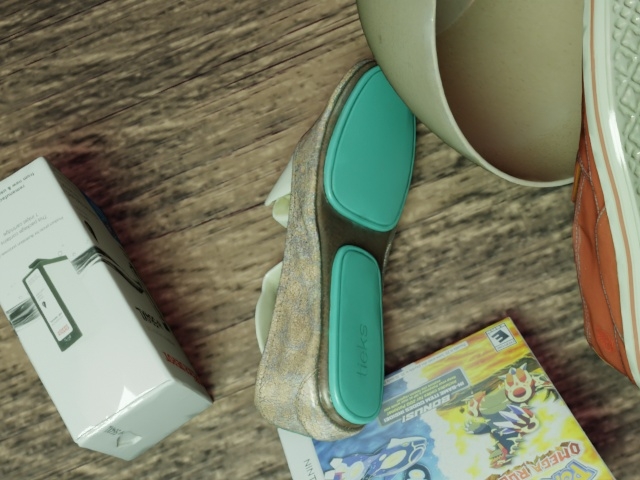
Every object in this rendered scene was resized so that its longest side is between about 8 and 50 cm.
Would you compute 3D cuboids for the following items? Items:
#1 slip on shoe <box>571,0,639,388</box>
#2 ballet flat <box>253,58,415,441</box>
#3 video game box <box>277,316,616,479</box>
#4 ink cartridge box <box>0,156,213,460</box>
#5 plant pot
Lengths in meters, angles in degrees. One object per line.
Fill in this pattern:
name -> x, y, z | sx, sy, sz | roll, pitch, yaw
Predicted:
slip on shoe -> 0.224, -0.049, 0.744 | 0.123, 0.101, 0.331 | -15, 104, -25
ballet flat -> 0.000, 0.000, 0.819 | 0.106, 0.107, 0.316 | -14, 55, 40
video game box -> 0.085, 0.165, 0.745 | 0.205, 0.048, 0.187 | -26, 39, 1
ink cartridge box -> -0.178, 0.057, 0.809 | 0.086, 0.148, 0.203 | -33, 74, -3
plant pot -> 0.135, -0.202, 0.796 | 0.284, 0.284, 0.191 | -52, 39, -7
